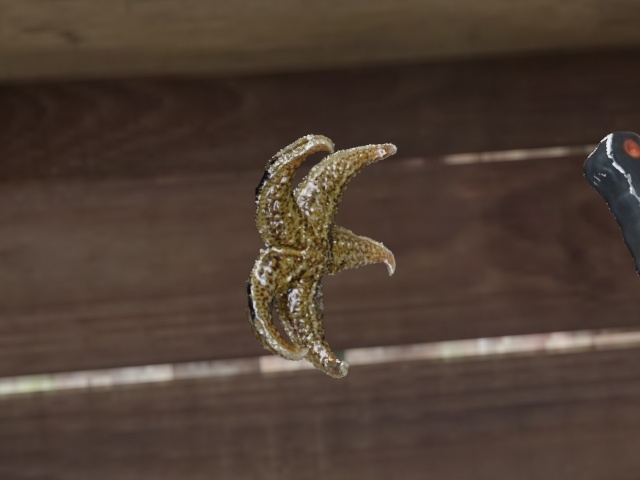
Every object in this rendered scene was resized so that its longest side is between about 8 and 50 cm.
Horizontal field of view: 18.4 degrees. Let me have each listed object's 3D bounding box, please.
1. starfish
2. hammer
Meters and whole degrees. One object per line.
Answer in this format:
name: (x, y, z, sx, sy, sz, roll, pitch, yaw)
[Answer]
starfish: (0.000, 0.000, 0.701, 0.078, 0.028, 0.091, 50, -119, -44)
hammer: (0.195, 0.060, 1.014, 0.033, 0.111, 0.288, -56, 42, 44)
